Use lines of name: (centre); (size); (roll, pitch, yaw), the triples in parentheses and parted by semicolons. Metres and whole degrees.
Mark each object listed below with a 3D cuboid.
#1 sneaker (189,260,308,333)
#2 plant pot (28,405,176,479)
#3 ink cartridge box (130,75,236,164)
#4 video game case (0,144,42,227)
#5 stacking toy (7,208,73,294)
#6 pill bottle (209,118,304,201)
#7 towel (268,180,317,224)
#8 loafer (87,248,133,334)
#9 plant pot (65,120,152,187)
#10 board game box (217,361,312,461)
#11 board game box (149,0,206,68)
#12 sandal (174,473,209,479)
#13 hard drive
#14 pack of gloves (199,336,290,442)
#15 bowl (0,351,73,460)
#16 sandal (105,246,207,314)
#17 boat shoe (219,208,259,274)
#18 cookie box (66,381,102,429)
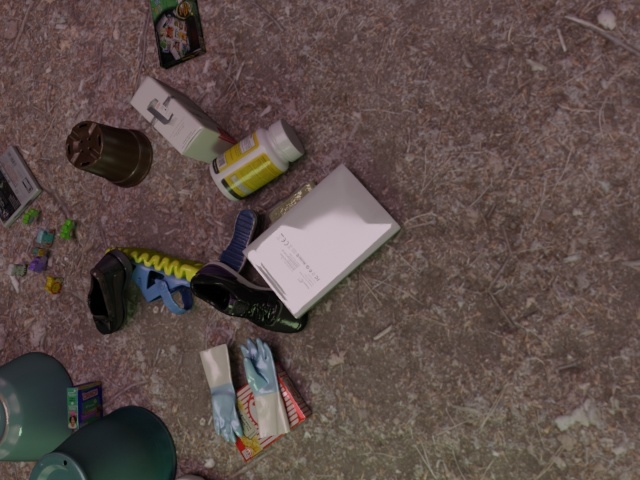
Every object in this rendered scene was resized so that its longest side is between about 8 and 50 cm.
sneaker: (-0.168, 0.153, 1.193); (0.283, 0.124, 0.107); (24, 103, 1)
plant pot: (-0.539, 0.567, 1.262); (0.271, 0.255, 0.272); (-2, 85, 21)
ink cartridge box: (-0.343, -0.296, 1.303); (0.218, 0.158, 0.092); (45, 102, 18)
video game case: (-0.954, -0.166, 1.596); (0.173, 0.022, 0.190); (-42, 74, 13)
stacking toy: (-0.808, 0.028, 1.515); (0.166, 0.052, 0.221); (16, 90, 19)
pill bottle: (-0.150, -0.193, 1.245); (0.208, 0.119, 0.119); (-30, 76, 16)
towel: (-0.048, -0.062, 1.246); (0.148, 0.027, 0.110); (-37, 75, 14)
loafer: (-0.552, 0.145, 1.314); (0.109, 0.095, 0.303); (37, 130, 11)
plant pot: (-0.567, -0.235, 1.380); (0.166, 0.165, 0.167); (-2, 85, 21)
board game box: (-0.137, 0.405, 1.235); (0.193, 0.045, 0.147); (-40, 74, 13)
board game box: (-0.395, -0.611, 1.416); (0.136, 0.030, 0.260); (-14, 81, 21)
sandal: (-0.201, 0.681, 1.208); (0.416, 0.102, 0.170); (9, 89, 21)
hard drive: (0.000, 0.000, 1.182); (0.307, 0.040, 0.203); (-41, 77, 2)
pack of gloves: (-0.189, 0.350, 1.210); (0.195, 0.046, 0.232); (-19, 77, 18)
bowl: (-0.856, 0.476, 1.438); (0.311, 0.163, 0.312); (-1, 86, 21)
sandal: (-0.428, 0.097, 1.330); (0.317, 0.126, 0.138); (15, 95, 22)
boat shoe: (-0.187, 0.013, 1.270); (0.066, 0.066, 0.183); (28, 103, 17)
cookie box: (-0.631, 0.439, 1.393); (0.040, 0.092, 0.107); (-8, 84, 17)
